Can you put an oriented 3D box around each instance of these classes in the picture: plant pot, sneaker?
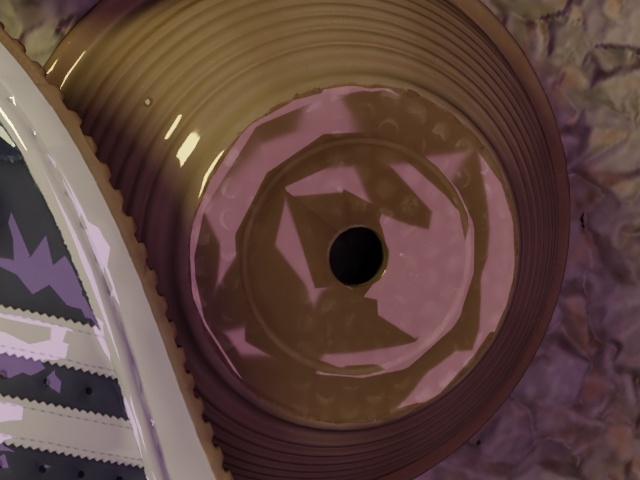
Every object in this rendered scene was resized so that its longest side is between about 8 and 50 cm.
[{"bbox_3d":[0.000,0.000,0.421,0.237,0.110,0.237,-2,99,-15],"label":"plant pot"},{"bbox_3d":[-0.118,0.068,0.323,0.153,0.099,0.282,-27,96,-33],"label":"sneaker"}]
